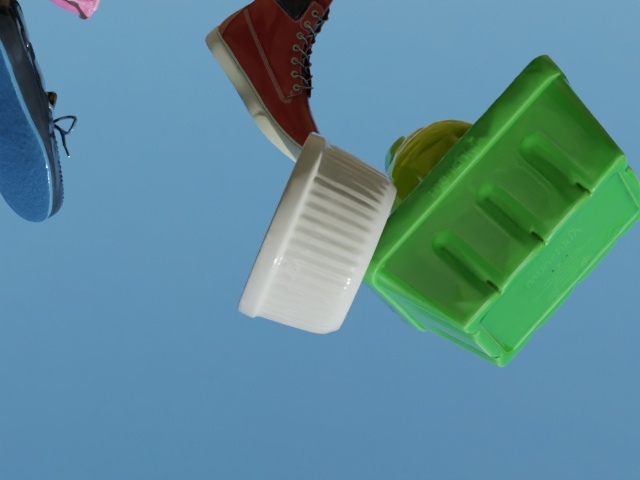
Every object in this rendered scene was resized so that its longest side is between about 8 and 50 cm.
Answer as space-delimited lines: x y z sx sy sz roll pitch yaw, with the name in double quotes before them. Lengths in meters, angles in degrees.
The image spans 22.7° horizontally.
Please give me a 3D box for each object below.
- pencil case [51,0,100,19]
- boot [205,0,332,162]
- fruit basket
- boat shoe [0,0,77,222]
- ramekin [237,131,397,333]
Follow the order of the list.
"pencil case" -0.421 -0.409 2.406 0.209 0.095 0.098 25 -176 -29
"boot" -0.024 -0.233 2.151 0.244 0.176 0.088 56 -162 10
"fruit basket" 0.192 -0.064 2.076 0.392 0.283 0.392 -9 -115 21
"boat shoe" -0.322 -0.147 1.770 0.109 0.258 0.089 8 -149 25
"ramekin" 0.000 0.000 1.680 0.109 0.207 0.207 23 -146 0
